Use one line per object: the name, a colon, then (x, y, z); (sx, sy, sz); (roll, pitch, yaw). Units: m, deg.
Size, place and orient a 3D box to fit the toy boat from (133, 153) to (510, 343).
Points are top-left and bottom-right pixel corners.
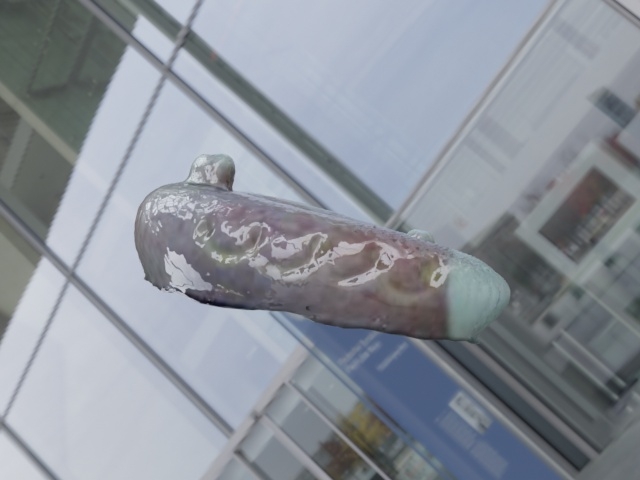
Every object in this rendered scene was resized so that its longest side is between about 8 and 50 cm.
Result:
toy boat: (0.000, 0.000, 0.549); (0.155, 0.227, 0.085); (-24, -57, -81)
